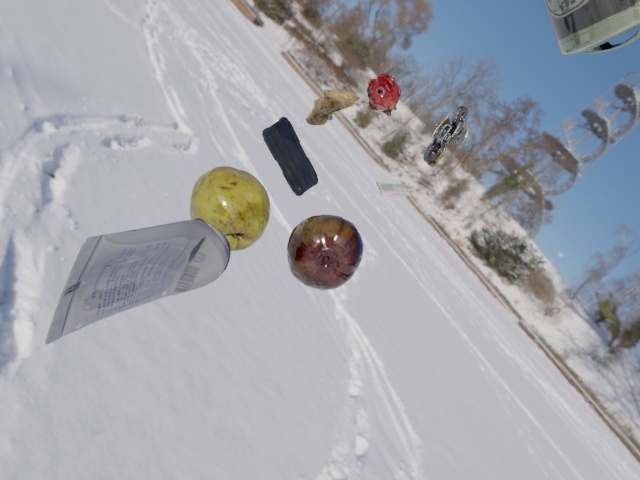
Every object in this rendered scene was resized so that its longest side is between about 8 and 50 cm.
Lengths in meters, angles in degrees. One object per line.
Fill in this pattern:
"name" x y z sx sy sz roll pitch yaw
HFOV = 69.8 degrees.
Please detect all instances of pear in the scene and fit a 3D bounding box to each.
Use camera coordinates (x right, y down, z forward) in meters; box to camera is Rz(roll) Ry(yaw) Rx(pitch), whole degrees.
"pear" -0.323 -0.107 1.663 0.304 0.304 0.304 48 11 -13

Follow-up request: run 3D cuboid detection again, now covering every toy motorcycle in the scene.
"toy motorcycle" 0.445 -0.350 1.594 0.094 0.229 0.130 38 0 32

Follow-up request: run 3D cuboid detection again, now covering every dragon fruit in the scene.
"dragon fruit" 0.194 -0.447 1.420 0.112 0.126 0.068 17 35 -1

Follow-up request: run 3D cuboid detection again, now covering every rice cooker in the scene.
"rice cooker" 0.694 -0.605 1.113 0.288 0.288 0.277 -78 145 -76

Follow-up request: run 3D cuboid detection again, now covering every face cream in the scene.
"face cream" 0.174 -0.116 1.050 0.115 0.020 0.038 -1 62 -38
"face cream" -0.335 0.057 0.940 0.137 0.235 0.420 39 22 13

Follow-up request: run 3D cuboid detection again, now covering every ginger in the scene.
"ginger" 0.018 -0.279 0.946 0.137 0.044 0.057 -13 -71 53

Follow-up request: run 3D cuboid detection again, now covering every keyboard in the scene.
"keyboard" -0.094 -0.264 1.480 0.016 0.106 0.262 35 -21 52

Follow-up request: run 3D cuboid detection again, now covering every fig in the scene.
"fig" 0.000 0.000 1.336 0.217 0.217 0.321 46 9 -22
